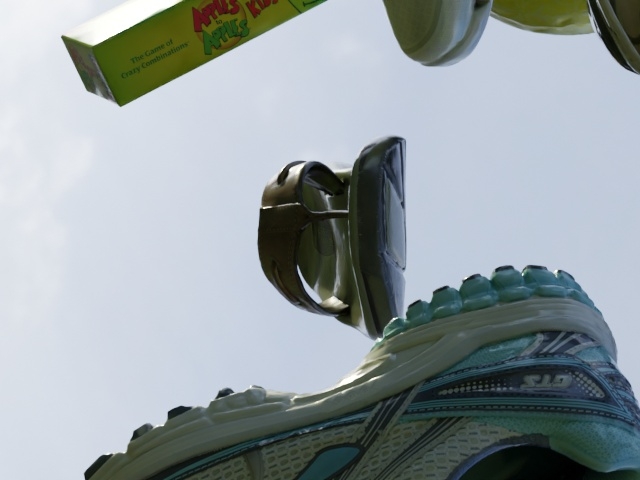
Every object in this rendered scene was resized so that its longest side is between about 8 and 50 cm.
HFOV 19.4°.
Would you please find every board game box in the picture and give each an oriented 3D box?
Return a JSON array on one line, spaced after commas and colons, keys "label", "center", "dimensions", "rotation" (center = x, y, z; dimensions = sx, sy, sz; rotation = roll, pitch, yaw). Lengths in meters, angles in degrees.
[{"label": "board game box", "center": [-0.068, -0.149, 1.190], "dimensions": [0.043, 0.181, 0.092], "rotation": [65, -14, -18]}]

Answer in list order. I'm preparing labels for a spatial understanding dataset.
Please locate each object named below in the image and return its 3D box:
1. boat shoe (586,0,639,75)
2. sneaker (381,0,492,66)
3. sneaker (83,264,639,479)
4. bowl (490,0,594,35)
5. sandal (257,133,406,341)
[{"label": "boat shoe", "center": [0.125, -0.129, 0.788], "dimensions": [0.043, 0.049, 0.137], "rotation": [-112, 180, -56]}, {"label": "sneaker", "center": [0.024, -0.242, 1.114], "dimensions": [0.110, 0.118, 0.292], "rotation": [-11, -87, 60]}, {"label": "sneaker", "center": [0.007, 0.119, 0.772], "dimensions": [0.110, 0.283, 0.122], "rotation": [56, 4, -45]}, {"label": "bowl", "center": [0.202, -0.329, 1.588], "dimensions": [0.289, 0.289, 0.156], "rotation": [51, 11, 18]}, {"label": "sandal", "center": [0.000, 0.002, 1.158], "dimensions": [0.303, 0.086, 0.120], "rotation": [168, -78, -80]}]
